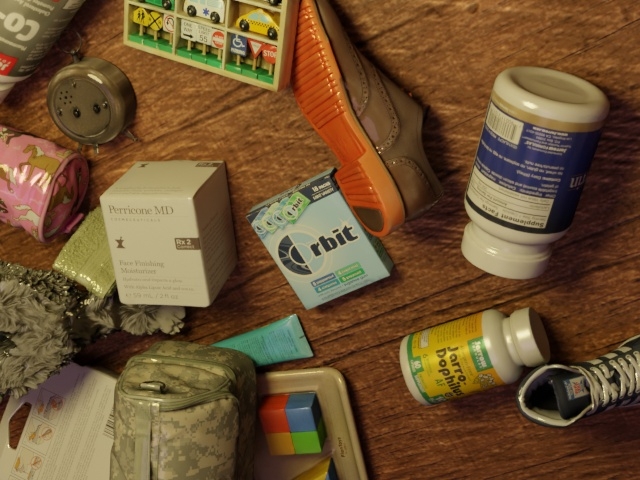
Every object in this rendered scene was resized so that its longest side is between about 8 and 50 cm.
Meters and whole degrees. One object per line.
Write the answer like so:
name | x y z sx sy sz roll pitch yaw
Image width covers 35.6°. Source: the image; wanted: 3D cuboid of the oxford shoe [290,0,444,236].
oxford shoe | 0.058 -0.193 1.398 0.130 0.133 0.363 -4 110 66

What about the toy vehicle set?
toy vehicle set | -0.156 -0.322 1.382 0.267 0.035 0.166 20 121 22

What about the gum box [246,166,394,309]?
gum box | 0.000 0.000 1.540 0.157 0.041 0.184 -25 109 26

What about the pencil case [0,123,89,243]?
pencil case | -0.560 -0.126 1.565 0.386 0.167 0.160 20 91 5

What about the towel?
towel | -0.349 0.016 1.588 0.110 0.148 0.027 33 140 -4

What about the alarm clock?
alarm clock | -0.357 -0.228 1.513 0.129 0.064 0.192 -8 111 19

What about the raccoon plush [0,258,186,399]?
raccoon plush | -0.482 0.118 1.702 0.446 0.299 0.216 6 106 -24

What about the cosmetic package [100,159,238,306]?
cosmetic package | -0.227 -0.014 1.532 0.151 0.151 0.183 0 116 14

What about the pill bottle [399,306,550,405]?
pill bottle | 0.237 0.173 1.519 0.208 0.117 0.117 -20 110 24

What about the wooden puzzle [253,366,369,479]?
wooden puzzle | -0.096 0.381 1.742 0.348 0.080 0.322 -5 115 18

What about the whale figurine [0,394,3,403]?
whale figurine | -0.698 0.212 1.812 0.216 0.141 0.272 -20 133 39

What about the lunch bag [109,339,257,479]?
lunch bag | -0.231 0.335 1.564 0.213 0.256 0.305 7 102 15

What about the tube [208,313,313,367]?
tube | -0.120 0.185 1.669 0.207 0.052 0.080 -17 113 18

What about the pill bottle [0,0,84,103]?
pill bottle | -0.449 -0.330 1.425 0.161 0.161 0.283 41 120 -8

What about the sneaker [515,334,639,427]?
sneaker | 0.414 0.201 1.440 0.282 0.153 0.099 -21 76 15

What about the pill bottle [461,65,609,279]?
pill bottle | 0.281 -0.088 1.351 0.153 0.153 0.264 15 120 8

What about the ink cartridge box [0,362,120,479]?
ink cartridge box | -0.448 0.360 1.760 0.261 0.066 0.296 20 89 26
